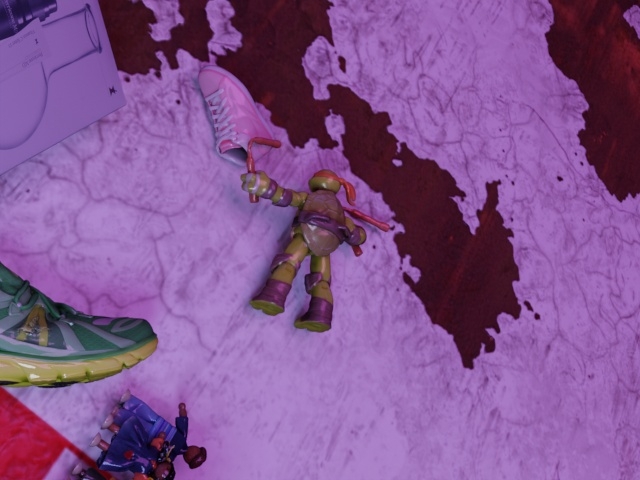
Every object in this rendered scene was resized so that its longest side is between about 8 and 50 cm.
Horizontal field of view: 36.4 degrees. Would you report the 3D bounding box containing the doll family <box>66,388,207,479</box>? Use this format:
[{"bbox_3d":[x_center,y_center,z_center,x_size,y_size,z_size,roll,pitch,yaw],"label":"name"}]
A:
[{"bbox_3d":[-0.188,0.239,0.983,0.111,0.076,0.193,32,65,-3],"label":"doll family"}]

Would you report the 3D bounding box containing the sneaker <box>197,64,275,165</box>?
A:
[{"bbox_3d":[-0.114,-0.151,1.207,0.134,0.051,0.070,53,44,-18],"label":"sneaker"}]

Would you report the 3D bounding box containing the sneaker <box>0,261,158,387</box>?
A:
[{"bbox_3d":[-0.288,0.080,0.942,0.295,0.109,0.123,6,75,-38],"label":"sneaker"}]

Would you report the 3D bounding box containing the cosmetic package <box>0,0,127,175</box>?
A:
[{"bbox_3d":[-0.334,-0.259,0.896,0.284,0.097,0.377,-54,135,-59],"label":"cosmetic package"}]

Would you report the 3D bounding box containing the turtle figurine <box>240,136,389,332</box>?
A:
[{"bbox_3d":[0.000,0.000,1.219,0.269,0.087,0.217,31,63,-42],"label":"turtle figurine"}]
